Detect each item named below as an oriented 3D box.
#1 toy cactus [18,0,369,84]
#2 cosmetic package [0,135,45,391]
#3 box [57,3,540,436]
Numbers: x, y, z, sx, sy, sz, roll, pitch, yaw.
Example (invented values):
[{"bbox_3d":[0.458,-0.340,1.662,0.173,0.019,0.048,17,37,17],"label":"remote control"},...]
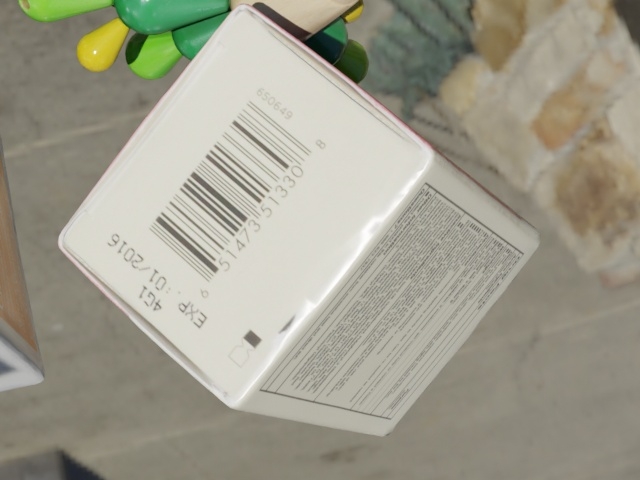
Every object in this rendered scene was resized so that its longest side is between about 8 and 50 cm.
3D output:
[{"bbox_3d":[-0.041,-0.124,0.863,0.219,0.112,0.180,22,159,-33],"label":"toy cactus"},{"bbox_3d":[-0.332,-0.038,1.114,0.161,0.230,0.453,-14,163,1],"label":"cosmetic package"},{"bbox_3d":[0.000,0.000,0.835,0.149,0.127,0.232,-52,159,4],"label":"box"}]
